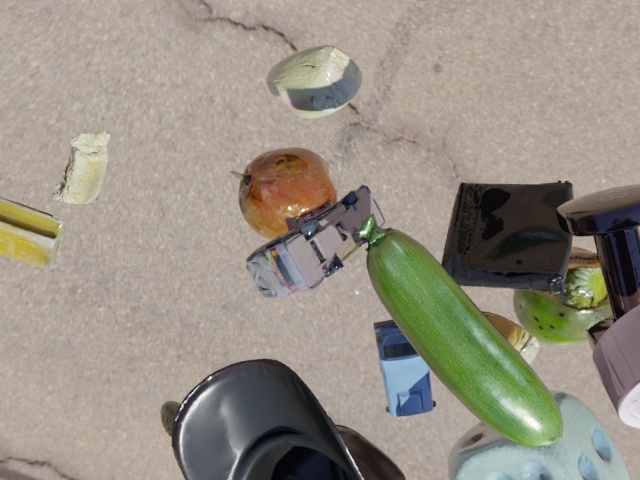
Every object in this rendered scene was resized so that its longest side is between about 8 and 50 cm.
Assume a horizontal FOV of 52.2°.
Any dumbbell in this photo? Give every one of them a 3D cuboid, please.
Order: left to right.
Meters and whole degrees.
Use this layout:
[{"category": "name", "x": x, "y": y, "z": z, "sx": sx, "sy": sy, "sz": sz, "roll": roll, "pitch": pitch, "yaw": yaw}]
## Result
[{"category": "dumbbell", "x": 0.399, "y": 0.045, "z": 0.853, "sx": 0.124, "sy": 0.140, "sz": 0.225, "roll": -15, "pitch": 100, "yaw": 11}]

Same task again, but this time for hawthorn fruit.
[{"category": "hawthorn fruit", "x": -0.115, "y": -0.128, "z": 1.790, "sx": 0.298, "sy": 0.277, "sz": 0.277, "roll": 19, "pitch": 111, "yaw": -28}]

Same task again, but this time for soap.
[{"category": "soap", "x": -0.779, "y": -0.034, "z": 1.595, "sx": 0.274, "sy": 0.089, "sz": 0.173, "roll": 21, "pitch": 146, "yaw": -14}]

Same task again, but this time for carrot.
[{"category": "carrot", "x": 0.505, "y": 0.039, "z": 1.317, "sx": 0.043, "sy": 0.248, "sz": 0.043, "roll": 0, "pitch": 89, "yaw": -10}]

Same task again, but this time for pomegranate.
[{"category": "pomegranate", "x": 0.578, "y": 0.119, "z": 1.616, "sx": 0.260, "sy": 0.341, "sz": 0.260, "roll": -16, "pitch": 122, "yaw": -29}]

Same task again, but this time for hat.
[{"category": "hat", "x": -0.002, "y": 0.253, "z": 0.696, "sx": 0.238, "sy": 0.209, "sz": 0.336, "roll": -7, "pitch": 103, "yaw": 25}]

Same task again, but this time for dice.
[{"category": "dice", "x": 0.444, "y": 0.481, "z": 1.330, "sx": 0.268, "sy": 0.262, "sz": 0.264, "roll": -35, "pitch": 80, "yaw": 34}]

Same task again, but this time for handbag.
[{"category": "handbag", "x": 0.351, "y": -0.007, "z": 1.219, "sx": 0.223, "sy": 0.246, "sz": 0.080, "roll": 3, "pitch": 142, "yaw": 22}]

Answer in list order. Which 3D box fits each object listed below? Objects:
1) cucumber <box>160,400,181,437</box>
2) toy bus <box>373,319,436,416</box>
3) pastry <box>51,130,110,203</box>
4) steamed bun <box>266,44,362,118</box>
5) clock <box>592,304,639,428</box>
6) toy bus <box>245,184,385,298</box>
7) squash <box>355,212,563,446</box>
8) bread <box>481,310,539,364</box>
[{"category": "cucumber", "x": -0.261, "y": 0.387, "z": 1.309, "sx": 0.069, "sy": 0.227, "sz": 0.069, "roll": -13, "pitch": 112, "yaw": -34}, {"category": "toy bus", "x": 0.188, "y": 0.289, "z": 1.459, "sx": 0.116, "sy": 0.133, "sz": 0.234, "roll": -10, "pitch": 132, "yaw": 4}, {"category": "pastry", "x": -0.626, "y": -0.188, "z": 1.747, "sx": 0.121, "sy": 0.089, "sz": 0.258, "roll": -20, "pitch": 161, "yaw": -43}, {"category": "steamed bun", "x": -0.022, "y": -0.393, "z": 1.688, "sx": 0.239, "sy": 0.152, "sz": 0.170, "roll": -12, "pitch": 152, "yaw": 36}, {"category": "clock", "x": 0.389, "y": 0.119, "z": 0.672, "sx": 0.197, "sy": 0.068, "sz": 0.197, "roll": -7, "pitch": 140, "yaw": -6}, {"category": "toy bus", "x": 0.000, "y": 0.000, "z": 1.216, "sx": 0.138, "sy": 0.317, "sz": 0.112, "roll": -23, "pitch": 96, "yaw": 36}, {"category": "squash", "x": 0.180, "y": 0.128, "z": 0.887, "sx": 0.107, "sy": 0.107, "sz": 0.395, "roll": -40, "pitch": 84, "yaw": 9}, {"category": "bread", "x": 0.248, "y": 0.162, "z": 0.984, "sx": 0.082, "sy": 0.125, "sz": 0.106, "roll": 37, "pitch": 83, "yaw": -36}]
